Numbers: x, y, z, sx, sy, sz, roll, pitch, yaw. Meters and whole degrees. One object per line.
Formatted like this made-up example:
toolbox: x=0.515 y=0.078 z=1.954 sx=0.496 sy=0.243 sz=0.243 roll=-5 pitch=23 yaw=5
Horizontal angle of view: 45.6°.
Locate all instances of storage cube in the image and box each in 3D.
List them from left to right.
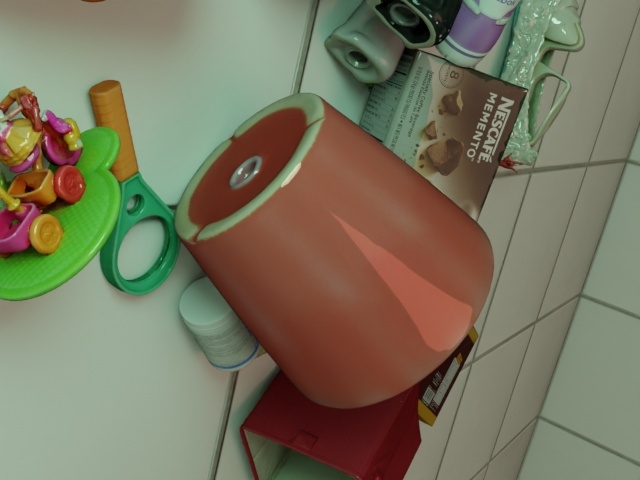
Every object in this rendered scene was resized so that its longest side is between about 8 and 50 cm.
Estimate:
storage cube: x=0.023 y=0.279 z=1.103 sx=0.193 sy=0.214 sz=0.184 roll=-51 pitch=147 yaw=-38

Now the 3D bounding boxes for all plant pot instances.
plant pot: x=0.000 y=0.000 z=0.794 sx=0.243 sy=0.275 sz=0.275 roll=45 pitch=68 yaw=-29

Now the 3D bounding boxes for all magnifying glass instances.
magnifying glass: x=-0.181 y=-0.043 z=0.728 sx=0.092 sy=0.026 sz=0.231 roll=-41 pitch=141 yaw=-38

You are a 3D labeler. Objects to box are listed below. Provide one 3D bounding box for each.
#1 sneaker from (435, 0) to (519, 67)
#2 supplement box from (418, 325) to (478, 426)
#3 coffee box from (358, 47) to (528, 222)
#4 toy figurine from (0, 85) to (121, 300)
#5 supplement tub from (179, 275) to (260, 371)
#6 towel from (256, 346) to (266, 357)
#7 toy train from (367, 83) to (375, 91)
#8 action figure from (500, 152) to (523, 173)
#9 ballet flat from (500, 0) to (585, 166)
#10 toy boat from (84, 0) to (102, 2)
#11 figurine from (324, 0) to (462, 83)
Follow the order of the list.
sneaker: x=0.217 y=-0.357 z=0.952 sx=0.161 sy=0.102 sz=0.282 roll=123 pitch=-20 yaw=-46
supplement box: x=0.167 y=0.197 z=1.356 sx=0.194 sy=0.129 sz=0.191 roll=-60 pitch=149 yaw=-13
coffee box: x=0.130 y=-0.094 z=1.019 sx=0.168 sy=0.119 sz=0.297 roll=15 pitch=104 yaw=-20
toy figurine: x=-0.236 y=-0.070 z=0.553 sx=0.159 sy=0.130 sz=0.173 roll=56 pitch=39 yaw=-45
supplement tub: x=-0.115 y=0.098 z=0.887 sx=0.071 sy=0.071 sz=0.107 roll=-51 pitch=148 yaw=-26
towel: x=-0.060 y=0.084 z=1.011 sx=0.110 sy=0.027 sz=0.148 roll=-16 pitch=123 yaw=-53
toy train: x=0.090 y=-0.232 z=1.051 sx=0.083 sy=0.017 sz=0.024 roll=-46 pitch=134 yaw=-32
action figure: x=0.233 y=-0.096 z=1.266 sx=0.280 sy=0.139 sz=0.091 roll=-62 pitch=151 yaw=-15
ballet flat: x=0.403 y=-0.323 z=1.386 sx=0.147 sy=0.147 sz=0.409 roll=2 pitch=107 yaw=-59
toy boat: x=-0.154 y=-0.229 z=0.546 sx=0.231 sy=0.151 sz=0.151 roll=-9 pitch=163 yaw=-38
figurine: x=0.116 y=-0.304 z=0.886 sx=0.209 sy=0.092 sz=0.215 roll=-57 pitch=-167 yaw=-16
